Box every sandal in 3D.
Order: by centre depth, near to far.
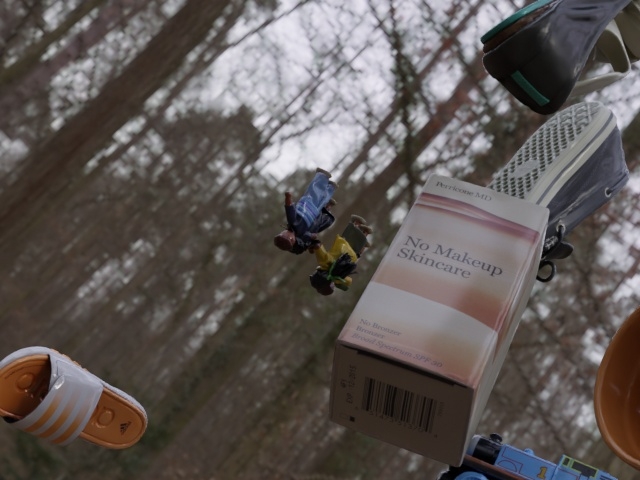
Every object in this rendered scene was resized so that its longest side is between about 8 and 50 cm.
[{"bbox_3d":[-0.300,0.212,1.494,0.076,0.102,0.265,32,0,44],"label":"sandal"}]

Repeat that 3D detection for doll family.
[{"bbox_3d":[0.000,0.000,1.463,0.076,0.111,0.193,11,-32,52],"label":"doll family"}]

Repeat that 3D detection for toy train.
[{"bbox_3d":[0.213,0.265,1.232,0.184,0.105,0.080,20,-35,19],"label":"toy train"}]

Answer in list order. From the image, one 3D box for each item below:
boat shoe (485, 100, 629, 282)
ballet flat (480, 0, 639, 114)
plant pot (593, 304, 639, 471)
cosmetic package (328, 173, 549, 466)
[{"bbox_3d":[0.308,-0.011,1.852,0.156,0.500,0.186,54,-21,-22],"label":"boat shoe"},{"bbox_3d":[0.234,-0.183,1.006,0.096,0.280,0.095,54,-36,-2],"label":"ballet flat"},{"bbox_3d":[0.528,0.208,1.519,0.203,0.291,0.291,37,-22,-28],"label":"plant pot"},{"bbox_3d":[0.132,0.075,1.277,0.153,0.296,0.129,17,-48,13],"label":"cosmetic package"}]
